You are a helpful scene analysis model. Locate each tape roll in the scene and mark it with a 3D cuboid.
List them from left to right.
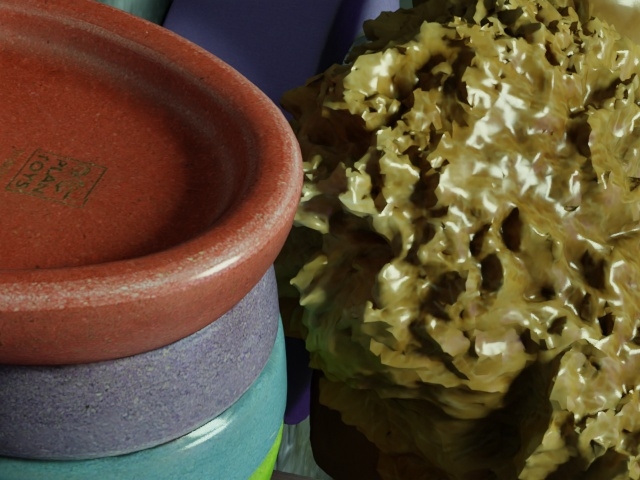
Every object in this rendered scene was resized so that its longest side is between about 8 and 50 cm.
[{"bbox_3d":[-0.028,-0.036,0.934,0.275,0.090,0.275,10,90,-79],"label":"tape roll"}]

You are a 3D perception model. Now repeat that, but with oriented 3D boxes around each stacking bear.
[{"bbox_3d":[-0.098,0.082,0.576,0.175,0.164,0.289,-64,165,-51],"label":"stacking bear"}]

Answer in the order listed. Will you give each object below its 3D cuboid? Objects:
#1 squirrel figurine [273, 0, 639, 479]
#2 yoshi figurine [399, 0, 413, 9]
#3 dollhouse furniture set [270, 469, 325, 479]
[{"bbox_3d":[0.108,-0.038,0.731,0.397,0.281,0.371,-57,149,-67],"label":"squirrel figurine"},{"bbox_3d":[0.101,-0.128,1.190,0.203,0.203,0.362,-36,146,-14],"label":"yoshi figurine"},{"bbox_3d":[-0.067,0.261,1.147,0.355,0.173,0.303,133,-33,-53],"label":"dollhouse furniture set"}]
